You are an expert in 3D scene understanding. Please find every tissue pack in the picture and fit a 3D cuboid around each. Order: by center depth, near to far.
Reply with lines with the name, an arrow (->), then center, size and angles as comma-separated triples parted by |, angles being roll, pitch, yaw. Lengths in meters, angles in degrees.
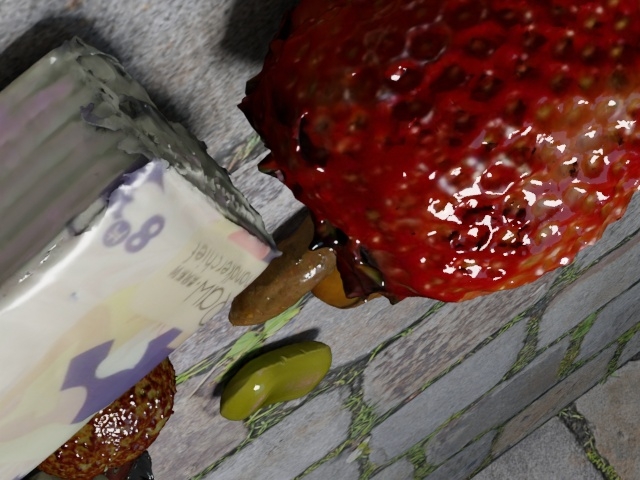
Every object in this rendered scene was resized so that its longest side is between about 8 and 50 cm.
tissue pack -> -0.203, 0.054, 0.830 | 0.344, 0.125, 0.242 | -39, 161, 2

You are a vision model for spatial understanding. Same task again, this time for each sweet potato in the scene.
sweet potato -> 0.000, 0.002, 1.173 | 0.218, 0.051, 0.065 | -42, -158, 11

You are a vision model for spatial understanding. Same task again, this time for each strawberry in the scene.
strawberry -> 0.113, -0.100, 0.870 | 0.288, 0.250, 0.238 | -23, 129, 23

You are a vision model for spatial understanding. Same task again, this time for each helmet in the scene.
helmet -> -0.198, 0.235, 1.356 | 0.084, 0.049, 0.065 | 90, 24, -46

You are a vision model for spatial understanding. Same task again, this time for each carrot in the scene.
carrot -> 0.063, 0.015, 1.320 | 0.072, 0.072, 0.205 | -48, 165, 26

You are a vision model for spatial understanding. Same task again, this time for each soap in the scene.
soap -> -0.047, 0.144, 1.423 | 0.140, 0.045, 0.089 | -14, 147, -47

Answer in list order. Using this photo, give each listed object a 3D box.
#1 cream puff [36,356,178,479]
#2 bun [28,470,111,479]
cream puff -> -0.180, 0.146, 1.141 | 0.149, 0.084, 0.149 | -32, 160, -13
bun -> -0.262, 0.278, 1.262 | 0.183, 0.102, 0.183 | -50, 161, -24
